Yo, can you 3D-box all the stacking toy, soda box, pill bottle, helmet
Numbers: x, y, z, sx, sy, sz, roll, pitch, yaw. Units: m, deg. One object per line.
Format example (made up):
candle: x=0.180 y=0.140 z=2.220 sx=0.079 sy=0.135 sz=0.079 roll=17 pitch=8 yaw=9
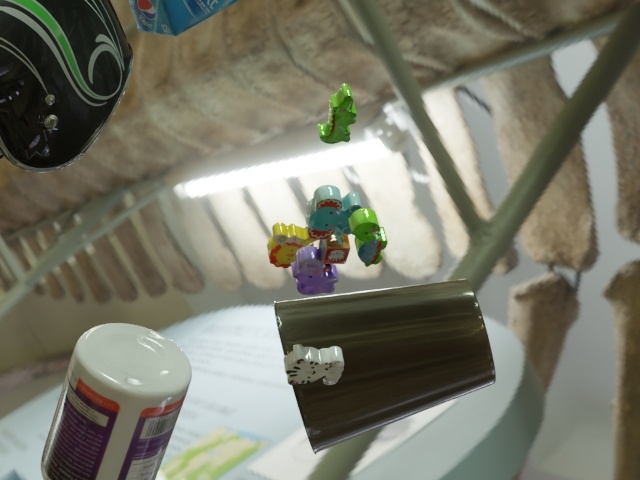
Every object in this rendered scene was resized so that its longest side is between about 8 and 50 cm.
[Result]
stacking toy: x=0.000 y=0.000 z=0.993 sx=0.221 sy=0.052 sz=0.167 roll=107 pitch=-21 yaw=-44
soda box: x=-0.123 y=-0.311 z=1.316 sx=0.071 sy=0.210 sz=0.067 roll=15 pitch=-48 yaw=41
pill bottle: x=-0.195 y=0.182 z=1.042 sx=0.108 sy=0.108 sz=0.194 roll=41 pitch=-59 yaw=34
helmet: x=-0.213 y=-0.123 z=0.690 sx=0.161 sy=0.169 sz=0.169 roll=43 pitch=-12 yaw=-34

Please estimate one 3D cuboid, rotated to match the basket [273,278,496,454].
basket: x=0.078 y=0.132 z=1.325 sx=0.154 sy=0.226 sz=0.204 roll=-104 pitch=179 yaw=-55
